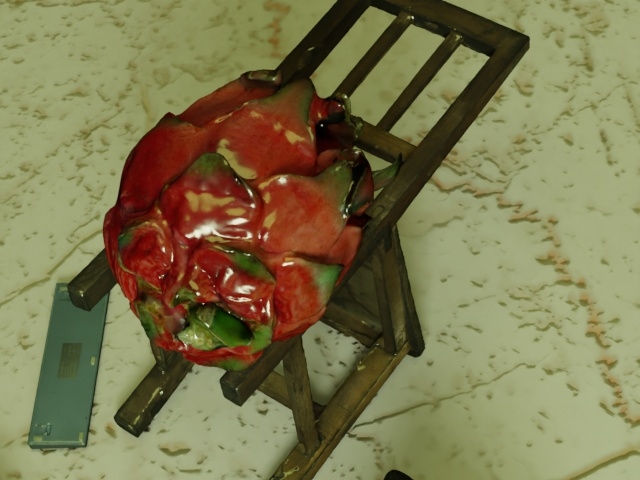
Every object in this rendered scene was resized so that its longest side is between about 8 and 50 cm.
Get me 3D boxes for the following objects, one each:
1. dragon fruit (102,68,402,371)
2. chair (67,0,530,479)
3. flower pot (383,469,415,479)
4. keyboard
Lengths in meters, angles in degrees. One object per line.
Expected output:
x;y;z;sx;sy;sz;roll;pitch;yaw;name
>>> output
-0.049;-0.024;1.125;0.193;0.192;0.274;10;44;23;dragon fruit
0.000;0.000;1.363;0.203;0.240;0.416;28;61;26;chair
0.083;0.306;1.157;0.148;0.235;0.235;-45;57;3;flower pot
-0.235;0.116;1.455;0.055;0.014;0.176;-3;55;9;keyboard
